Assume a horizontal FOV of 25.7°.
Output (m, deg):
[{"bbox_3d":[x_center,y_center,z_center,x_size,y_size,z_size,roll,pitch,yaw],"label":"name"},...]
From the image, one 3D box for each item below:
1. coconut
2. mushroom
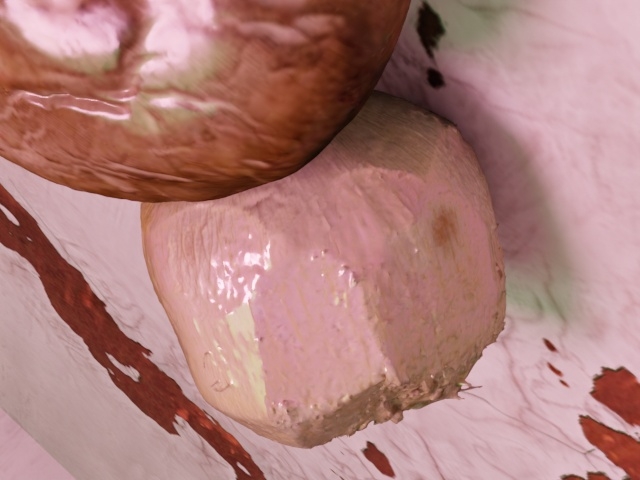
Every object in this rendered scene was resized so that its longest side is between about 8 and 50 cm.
[{"bbox_3d":[-0.003,0.001,0.719,0.194,0.194,0.194,36,157,18],"label":"coconut"},{"bbox_3d":[-0.050,-0.092,0.594,0.151,0.156,0.286,50,129,4],"label":"mushroom"}]
